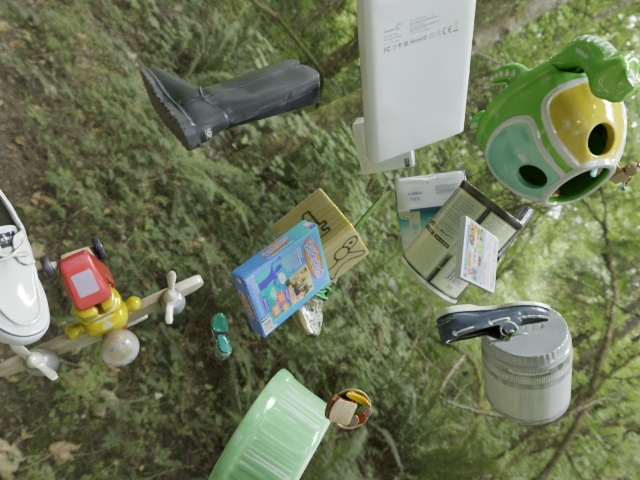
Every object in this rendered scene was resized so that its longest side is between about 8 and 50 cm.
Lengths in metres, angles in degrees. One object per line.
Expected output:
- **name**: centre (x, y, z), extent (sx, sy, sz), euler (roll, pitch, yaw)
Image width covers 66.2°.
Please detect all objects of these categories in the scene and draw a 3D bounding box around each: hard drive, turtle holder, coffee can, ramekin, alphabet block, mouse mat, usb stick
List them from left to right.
- **ramekin**: centre (-0.098, 0.444, 1.046), extent (0.148, 0.304, 0.303), euler (30, 6, 10)
- **alphabet block**: centre (0.000, 0.000, 1.496), extent (0.193, 0.197, 0.192), euler (52, -1, 34)
- **mouse mat**: centre (0.171, -0.098, 1.698), extent (0.007, 0.190, 0.152), euler (44, 17, 8)
- **hard drive**: centre (0.192, -0.343, 0.980), extent (0.047, 0.232, 0.353), euler (-122, -164, -44)
- **coffee can**: centre (0.378, 0.003, 1.335), extent (0.201, 0.275, 0.201), euler (35, 15, -11)
- **usb stick**: centre (0.568, -0.013, 1.488), extent (0.045, 0.278, 0.077), euler (39, -35, 15)
- **turtle holder**: centre (0.445, -0.208, 0.890), extent (0.243, 0.320, 0.228), euler (4, 60, -34)

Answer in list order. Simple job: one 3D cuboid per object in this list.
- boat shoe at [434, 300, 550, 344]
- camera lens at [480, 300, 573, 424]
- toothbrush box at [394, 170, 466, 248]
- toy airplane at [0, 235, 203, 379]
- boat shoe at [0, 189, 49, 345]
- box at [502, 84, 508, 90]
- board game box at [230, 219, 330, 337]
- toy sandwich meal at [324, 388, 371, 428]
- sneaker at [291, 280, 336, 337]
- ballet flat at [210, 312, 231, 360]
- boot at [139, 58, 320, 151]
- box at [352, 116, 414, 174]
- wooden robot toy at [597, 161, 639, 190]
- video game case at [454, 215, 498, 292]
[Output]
- **boat shoe**: centre (0.374, 0.179, 1.052), extent (0.095, 0.254, 0.079), euler (104, -18, -59)
- **camera lens**: centre (0.540, 0.327, 1.294), extent (0.219, 0.219, 0.274), euler (-109, -177, -58)
- **toothbrush box**: centre (0.359, -0.090, 1.593), extent (0.295, 0.216, 0.126), euler (62, 26, -65)
- **toy airplane**: centre (-0.526, 0.209, 1.214), extent (0.272, 0.386, 0.384), euler (49, 17, 32)
- **boat shoe**: centre (-0.439, 0.011, 0.664), extent (0.096, 0.088, 0.268), euler (-13, 71, -54)
- **box**: centre (0.607, -0.397, 1.487), extent (0.043, 0.105, 0.179), euler (48, -17, 56)
- **board game box**: centre (-0.076, 0.078, 1.040), extent (0.047, 0.210, 0.160), euler (20, -45, 41)
- **toy sandwich meal**: centre (0.051, 0.299, 0.865), extent (0.086, 0.085, 0.029), euler (52, 0, -13)
- **sneaker**: centre (-0.004, 0.124, 1.689), extent (0.158, 0.182, 0.411), euler (23, 61, -44)
- **ballet flat**: centre (-0.353, 0.340, 1.719), extent (0.070, 0.070, 0.188), euler (46, 15, -38)
- **boot**: centre (-0.272, -0.468, 1.490), extent (0.367, 0.445, 0.146), euler (50, -21, 28)
- **box**: centre (0.216, -0.334, 1.661), extent (0.119, 0.181, 0.181), euler (-64, 143, -66)
- **wooden robot toy**: centre (0.794, -0.193, 1.291), extent (0.173, 0.079, 0.076), euler (17, 65, -29)
- **video game case**: centre (0.230, 0.023, 0.716), extent (0.122, 0.011, 0.087), euler (23, 72, -47)
